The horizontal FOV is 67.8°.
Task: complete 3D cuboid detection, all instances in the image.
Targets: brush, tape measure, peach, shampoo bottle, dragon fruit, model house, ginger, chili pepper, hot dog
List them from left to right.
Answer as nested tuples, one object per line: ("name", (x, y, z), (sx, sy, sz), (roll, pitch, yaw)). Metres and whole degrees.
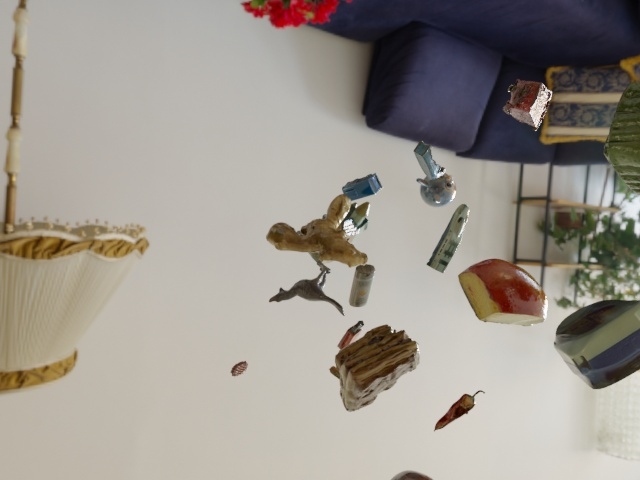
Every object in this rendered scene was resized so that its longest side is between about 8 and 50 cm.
("ginger", (-0.017, -0.006, 1.788), (0.363, 0.122, 0.348), (-17, -138, -4))
("hot dog", (0.097, 0.688, 2.438), (0.133, 0.056, 0.041), (24, -142, 26))
("model house", (0.094, -0.079, 2.086), (0.194, 0.325, 0.267), (50, -147, 19))
("brush", (0.126, 0.466, 2.215), (0.051, 0.323, 0.070), (43, -133, 20))
("shampoo bottle", (0.178, 0.198, 2.063), (0.086, 0.227, 0.056), (-4, -136, -13))
("chili pepper", (0.518, 0.637, 1.789), (0.059, 0.268, 0.050), (46, -153, 21))
("peach", (0.829, 0.223, 2.160), (0.380, 0.306, 0.242), (11, 148, -8))
("dragon fruit", (0.512, -0.351, 1.202), (0.096, 0.102, 0.147), (22, -173, 34))
("tape measure", (0.818, 0.278, 1.374), (0.259, 0.138, 0.262), (-34, 176, 5))

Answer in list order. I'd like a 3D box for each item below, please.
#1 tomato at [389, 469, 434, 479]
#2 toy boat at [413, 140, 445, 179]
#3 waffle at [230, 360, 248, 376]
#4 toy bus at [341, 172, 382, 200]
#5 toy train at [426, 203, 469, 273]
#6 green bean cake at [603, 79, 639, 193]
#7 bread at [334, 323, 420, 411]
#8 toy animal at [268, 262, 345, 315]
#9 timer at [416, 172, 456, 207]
("tomato", (0.341, 1.036, 1.786), (0.316, 0.317, 0.282), (3, -175, -45))
("toy boat", (0.419, -0.299, 1.797), (0.185, 0.077, 0.075), (50, 177, -42))
("waffle", (-0.348, 0.553, 2.059), (0.083, 0.075, 0.029), (-12, -136, -37))
("toy bus", (0.197, -0.256, 2.334), (0.184, 0.090, 0.106), (-14, -158, 42))
("toy train", (0.426, -0.009, 1.545), (0.052, 0.234, 0.051), (24, -172, -26))
("green bean cake", (0.779, -0.242, 1.120), (0.248, 0.222, 0.125), (23, 174, -39))
("bread", (0.200, 0.476, 1.803), (0.314, 0.191, 0.370), (-26, 148, -15))
("toy animal", (-0.020, 0.185, 1.877), (0.367, 0.206, 0.081), (4, 143, 37))
("timer", (0.506, -0.230, 2.050), (0.175, 0.175, 0.255), (3, 172, 12))
